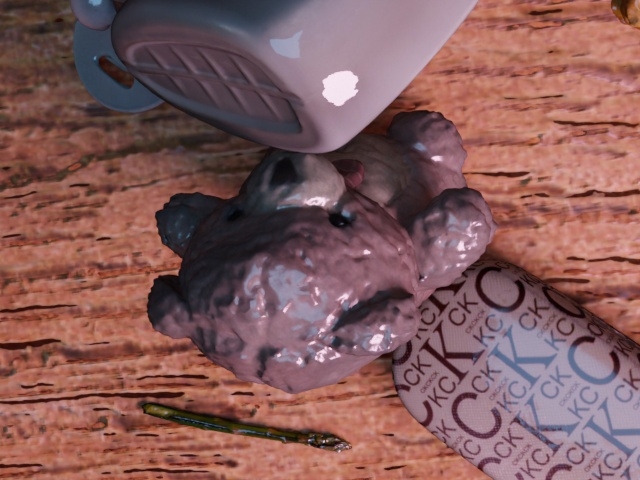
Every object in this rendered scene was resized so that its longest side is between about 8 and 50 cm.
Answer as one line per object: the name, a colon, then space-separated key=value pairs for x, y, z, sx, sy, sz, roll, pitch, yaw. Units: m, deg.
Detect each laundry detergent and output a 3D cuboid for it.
laundry detergent: x=0.054 y=-0.239 z=1.225 sx=0.398 sy=0.264 sz=0.125 roll=-48 pitch=119 yaw=-16

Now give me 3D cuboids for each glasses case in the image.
glasses case: x=0.214 y=0.148 z=1.323 sx=0.354 sy=0.085 sz=0.137 roll=34 pitch=104 yaw=4

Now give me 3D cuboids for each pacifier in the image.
pacifier: x=-0.140 y=-0.170 z=1.334 sx=0.127 sy=0.116 sz=0.150 roll=46 pitch=109 yaw=26

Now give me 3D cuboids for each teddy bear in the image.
teddy bear: x=0.001 y=0.001 z=1.251 sx=0.236 sy=0.267 sz=0.151 roll=3 pitch=106 yaw=24

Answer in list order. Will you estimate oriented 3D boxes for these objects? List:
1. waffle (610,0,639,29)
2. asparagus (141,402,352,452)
waffle: x=0.335 y=-0.278 z=1.233 sx=0.224 sy=0.098 sz=0.328 roll=15 pitch=100 yaw=11
asparagus: x=-0.057 y=0.143 z=1.414 sx=0.166 sy=0.013 sz=0.016 roll=10 pitch=111 yaw=10
